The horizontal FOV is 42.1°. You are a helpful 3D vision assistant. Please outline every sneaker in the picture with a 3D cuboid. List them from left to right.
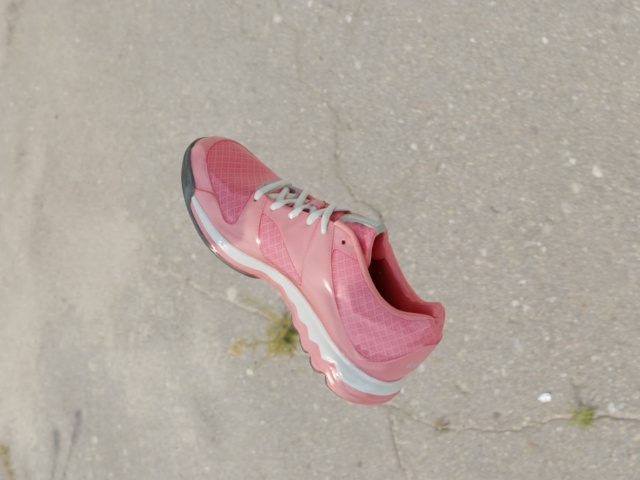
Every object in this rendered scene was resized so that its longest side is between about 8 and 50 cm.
[{"bbox_3d":[0.001,0.000,0.791,0.314,0.116,0.136,49,127,6],"label":"sneaker"}]
